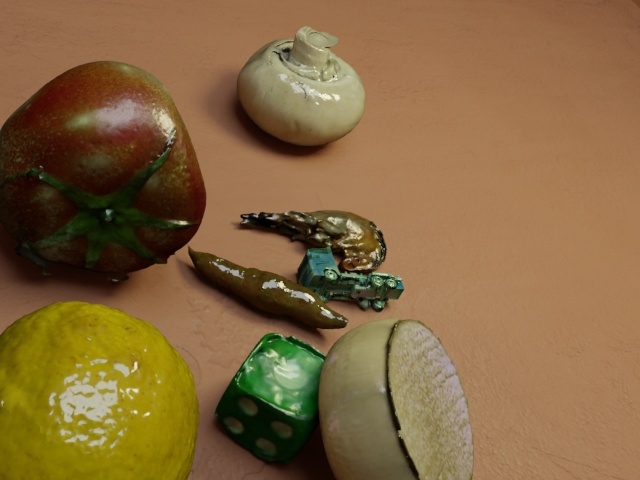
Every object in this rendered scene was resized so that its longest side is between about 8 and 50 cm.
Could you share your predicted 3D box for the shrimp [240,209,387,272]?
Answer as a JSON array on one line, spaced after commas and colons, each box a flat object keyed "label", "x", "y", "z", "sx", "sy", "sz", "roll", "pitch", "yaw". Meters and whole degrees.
[{"label": "shrimp", "x": -0.002, "y": -0.009, "z": 1.591, "sx": 0.262, "sy": 0.066, "sz": 0.117, "roll": 4, "pitch": 45, "yaw": -25}]

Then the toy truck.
[{"label": "toy truck", "x": 0.049, "y": 0.060, "z": 1.542, "sx": 0.175, "sy": 0.067, "sz": 0.081, "roll": 7, "pitch": 43, "yaw": -24}]

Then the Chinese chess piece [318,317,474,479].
[{"label": "Chinese chess piece", "x": 0.105, "y": 0.236, "z": 1.252, "sx": 0.270, "sy": 0.112, "sz": 0.270, "roll": 40, "pitch": 41, "yaw": -46}]

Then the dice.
[{"label": "dice", "x": -0.057, "y": 0.212, "z": 1.275, "sx": 0.128, "sy": 0.120, "sz": 0.131, "roll": 33, "pitch": 42, "yaw": 4}]

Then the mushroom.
[{"label": "mushroom", "x": -0.033, "y": -0.299, "z": 1.783, "sx": 0.246, "sy": 0.202, "sz": 0.246, "roll": 11, "pitch": 34, "yaw": -8}]

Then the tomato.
[{"label": "tomato", "x": -0.305, "y": -0.102, "z": 1.341, "sx": 0.303, "sy": 0.304, "sz": 0.239, "roll": 10, "pitch": 39, "yaw": -21}]

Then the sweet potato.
[{"label": "sweet potato", "x": -0.085, "y": 0.075, "z": 1.454, "sx": 0.273, "sy": 0.067, "sz": 0.067, "roll": 25, "pitch": 39, "yaw": -1}]

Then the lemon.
[{"label": "lemon", "x": -0.270, "y": 0.213, "z": 1.045, "sx": 0.268, "sy": 0.268, "sz": 0.322, "roll": 23, "pitch": 42, "yaw": -6}]
